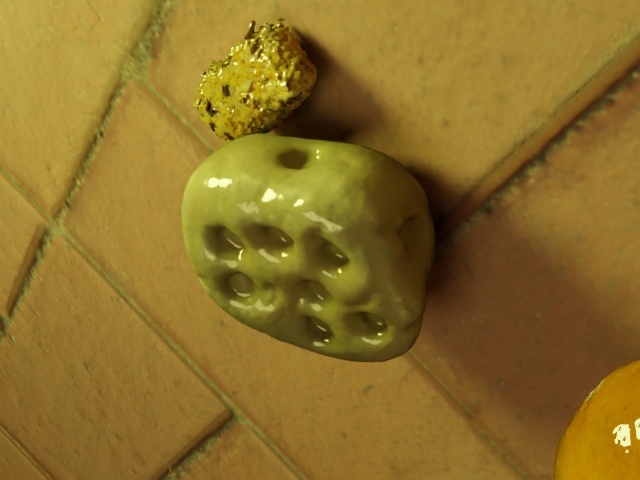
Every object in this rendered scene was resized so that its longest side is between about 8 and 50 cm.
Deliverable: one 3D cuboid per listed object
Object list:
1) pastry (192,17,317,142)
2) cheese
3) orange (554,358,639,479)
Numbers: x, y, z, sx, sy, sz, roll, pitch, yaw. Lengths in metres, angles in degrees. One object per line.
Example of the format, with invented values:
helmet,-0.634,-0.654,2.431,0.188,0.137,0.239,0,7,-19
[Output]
pastry,-0.056,-0.127,1.016,0.080,0.056,0.140,57,148,5
cheese,0.000,0.000,1.012,0.235,0.117,0.218,40,142,-18
orange,0.283,0.182,0.867,0.240,0.171,0.240,16,136,16
